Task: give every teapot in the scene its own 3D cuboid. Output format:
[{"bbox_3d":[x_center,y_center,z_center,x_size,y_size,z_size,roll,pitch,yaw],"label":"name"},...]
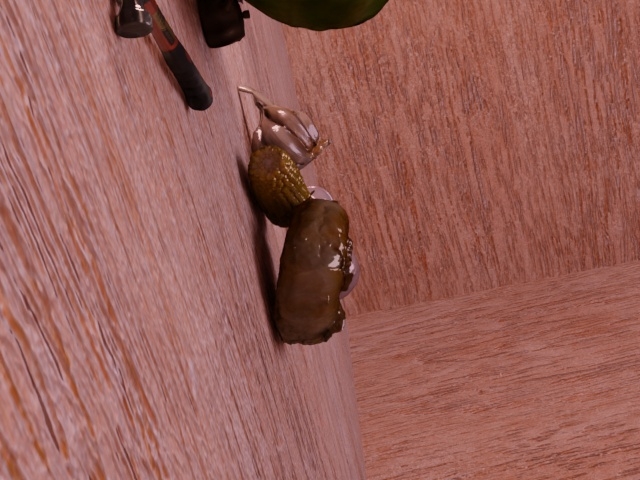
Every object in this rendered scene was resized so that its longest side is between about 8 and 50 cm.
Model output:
[{"bbox_3d":[-0.136,-0.323,1.248,0.121,0.068,0.076,68,11,-74],"label":"teapot"}]

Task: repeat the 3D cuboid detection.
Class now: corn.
[{"bbox_3d":[-0.069,-0.089,1.417,0.260,0.091,0.091,70,44,-73],"label":"corn"}]

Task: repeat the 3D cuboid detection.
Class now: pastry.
[{"bbox_3d":[-0.004,0.052,1.383,0.235,0.121,0.256,95,5,-70],"label":"pastry"}]

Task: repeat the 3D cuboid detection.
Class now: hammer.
[{"bbox_3d":[-0.152,-0.196,0.846,0.287,0.033,0.111,69,11,-75],"label":"hammer"}]

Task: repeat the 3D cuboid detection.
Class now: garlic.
[{"bbox_3d":[-0.084,-0.199,1.506,0.194,0.127,0.131,51,-16,-13],"label":"garlic"}]

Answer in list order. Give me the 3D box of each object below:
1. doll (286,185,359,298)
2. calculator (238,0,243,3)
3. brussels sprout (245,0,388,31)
[{"bbox_3d":[0.000,0.000,1.954,0.151,0.151,0.287,-95,170,-65],"label":"doll"},{"bbox_3d":[-0.188,-0.630,1.814,0.274,0.028,0.165,-98,175,-52],"label":"calculator"},{"bbox_3d":[-0.036,-0.470,1.136,0.425,0.343,0.361,72,10,-46],"label":"brussels sprout"}]
